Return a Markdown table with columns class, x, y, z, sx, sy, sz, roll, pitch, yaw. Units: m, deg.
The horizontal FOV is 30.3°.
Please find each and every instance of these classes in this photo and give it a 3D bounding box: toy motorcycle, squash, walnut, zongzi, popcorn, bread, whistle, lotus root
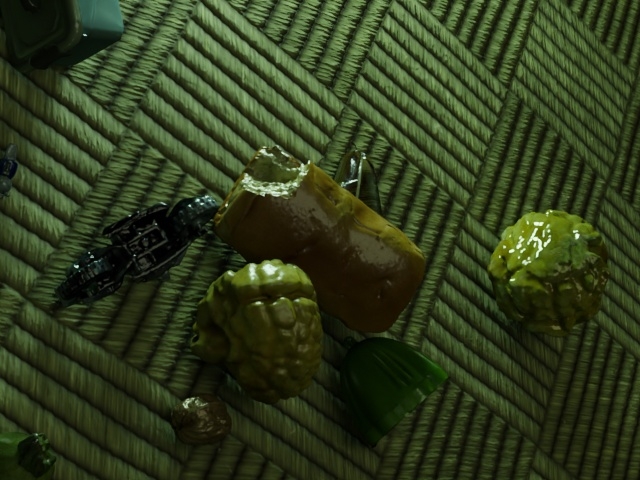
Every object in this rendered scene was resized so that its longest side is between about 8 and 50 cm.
| class | x | y | z | sx | sy | sz | roll | pitch | yaw |
| --- | --- | --- | --- | --- | --- | --- | --- | --- | --- |
| toy motorcycle | -0.272 | 0.019 | 1.738 | 0.270 | 0.159 | 0.106 | -32 | 87 | -25 |
| squash | -0.381 | 0.293 | 1.548 | 0.105 | 0.132 | 0.105 | 14 | 65 | -34 |
| walnut | -0.176 | 0.268 | 1.761 | 0.096 | 0.082 | 0.079 | -4 | 49 | -47 |
| zongzi | 0.019 | -0.078 | 2.043 | 0.184 | 0.084 | 0.187 | 3 | 66 | -26 |
| popcorn | -0.099 | 0.141 | 1.800 | 0.203 | 0.226 | 0.200 | -4 | 62 | -4 |
| popcorn | 0.443 | 0.066 | 2.259 | 0.225 | 0.249 | 0.249 | 60 | 41 | -47 |
| bread | 0.000 | 0.003 | 1.901 | 0.344 | 0.149 | 0.195 | 33 | 85 | -19 |
| whistle | -0.452 | -0.100 | 1.691 | 0.033 | 0.029 | 0.083 | 17 | 72 | -17 |
| lotus root | 0.096 | 0.225 | 1.960 | 0.186 | 0.186 | 0.186 | 14 | 67 | -36 |

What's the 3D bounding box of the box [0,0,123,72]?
| class | x | y | z | sx | sy | sz | roll | pitch | yaw |
| --- | --- | --- | --- | --- | --- | --- | --- | --- | --- |
| box | -0.393 | -0.368 | 1.745 | 0.130 | 0.162 | 0.227 | -2 | 76 | -50 |
